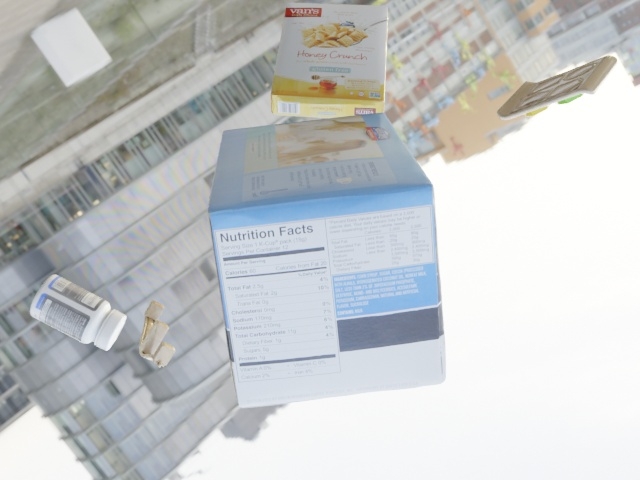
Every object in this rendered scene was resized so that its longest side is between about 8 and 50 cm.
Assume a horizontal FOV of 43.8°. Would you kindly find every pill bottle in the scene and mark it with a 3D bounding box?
[{"bbox_3d":[-0.392,0.119,1.295,0.078,0.137,0.078,-61,-178,3],"label":"pill bottle"}]

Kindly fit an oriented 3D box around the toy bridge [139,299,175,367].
[{"bbox_3d":[-0.280,0.166,1.339,0.063,0.026,0.188,-57,-155,8],"label":"toy bridge"}]

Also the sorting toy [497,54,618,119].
[{"bbox_3d":[0.493,-0.311,1.651,0.208,0.038,0.193,-11,-156,42],"label":"sorting toy"}]

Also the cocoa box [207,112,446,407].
[{"bbox_3d":[0.000,0.000,0.947,0.231,0.228,0.347,-7,-159,-2],"label":"cocoa box"}]

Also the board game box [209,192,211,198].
[{"bbox_3d":[-0.137,-0.105,1.924,0.042,0.165,0.243,-64,167,25],"label":"board game box"}]

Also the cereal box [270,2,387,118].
[{"bbox_3d":[0.019,-0.289,1.263,0.173,0.047,0.240,3,-128,2],"label":"cereal box"}]
